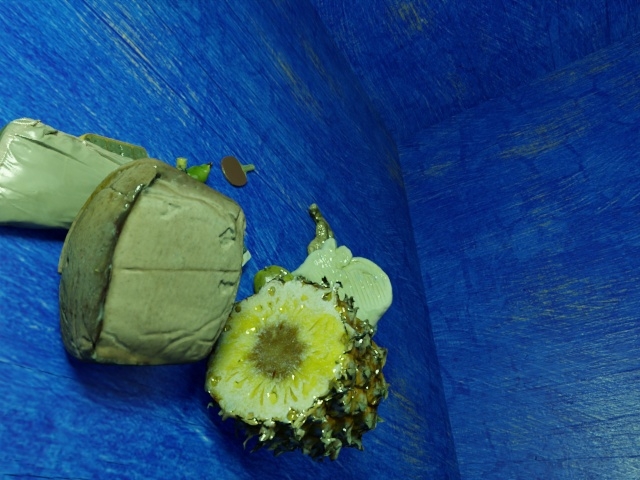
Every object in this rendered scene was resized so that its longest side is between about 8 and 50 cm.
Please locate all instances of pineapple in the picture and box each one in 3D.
[{"bbox_3d":[-0.030,0.264,0.871,0.352,0.352,0.300,-88,154,-42],"label":"pineapple"}]

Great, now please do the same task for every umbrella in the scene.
[{"bbox_3d":[-0.284,-0.095,0.891,0.037,0.040,0.144,-6,113,-35],"label":"umbrella"}]

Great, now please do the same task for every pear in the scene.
[{"bbox_3d":[-0.107,0.121,1.086,0.131,0.107,0.107,65,24,-19],"label":"pear"}]

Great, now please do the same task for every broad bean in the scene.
[{"bbox_3d":[-0.311,-0.129,0.924,0.052,0.053,0.256,39,27,10],"label":"broad bean"}]

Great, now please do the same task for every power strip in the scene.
[{"bbox_3d":[-0.391,-0.163,0.812,0.178,0.028,0.049,3,69,-64],"label":"power strip"}]

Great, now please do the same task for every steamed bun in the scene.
[{"bbox_3d":[-0.270,0.034,0.690,0.251,0.199,0.301,19,86,-48],"label":"steamed bun"},{"bbox_3d":[0.041,0.168,1.235,0.268,0.207,0.280,39,49,8],"label":"steamed bun"}]

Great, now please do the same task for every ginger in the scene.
[{"bbox_3d":[0.007,0.006,1.483,0.149,0.065,0.259,47,30,-45],"label":"ginger"}]

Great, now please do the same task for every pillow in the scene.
[{"bbox_3d":[-0.380,-0.077,0.700,0.270,0.067,0.174,22,69,-59],"label":"pillow"}]

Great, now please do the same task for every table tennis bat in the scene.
[{"bbox_3d":[-0.225,-0.194,1.213,0.087,0.013,0.156,64,26,-6],"label":"table tennis bat"}]

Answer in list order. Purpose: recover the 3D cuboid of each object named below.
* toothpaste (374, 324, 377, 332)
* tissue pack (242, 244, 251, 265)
[{"bbox_3d":[0.086,0.276,1.434,0.299,0.073,0.114,19,54,-51],"label":"toothpaste"},{"bbox_3d":[-0.205,0.020,1.039,0.083,0.042,0.062,64,22,-12],"label":"tissue pack"}]
